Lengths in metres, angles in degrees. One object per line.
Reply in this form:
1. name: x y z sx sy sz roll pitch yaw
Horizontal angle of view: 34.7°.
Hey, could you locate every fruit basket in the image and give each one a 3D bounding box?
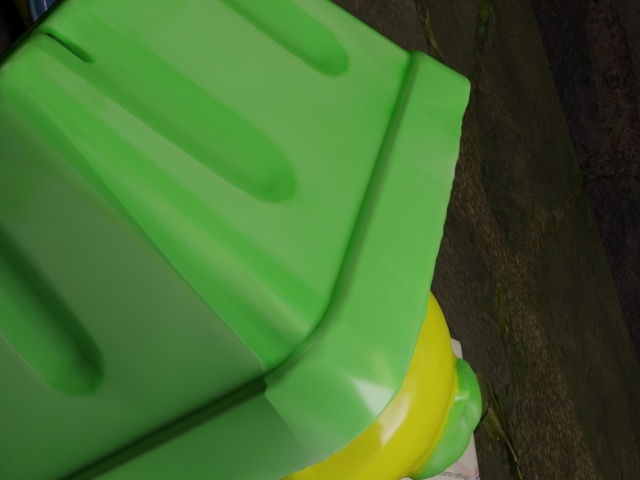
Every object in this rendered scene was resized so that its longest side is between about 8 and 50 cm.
1. fruit basket: -0.061 0.066 0.532 0.392 0.392 0.283 59 30 -27

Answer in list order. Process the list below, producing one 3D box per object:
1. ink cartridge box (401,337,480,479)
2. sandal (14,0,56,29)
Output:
1. ink cartridge box: 0.061 0.220 0.953 0.201 0.117 0.278 27 52 -55
2. sandal: -0.114 -0.079 0.750 0.317 0.126 0.138 52 3 -23
